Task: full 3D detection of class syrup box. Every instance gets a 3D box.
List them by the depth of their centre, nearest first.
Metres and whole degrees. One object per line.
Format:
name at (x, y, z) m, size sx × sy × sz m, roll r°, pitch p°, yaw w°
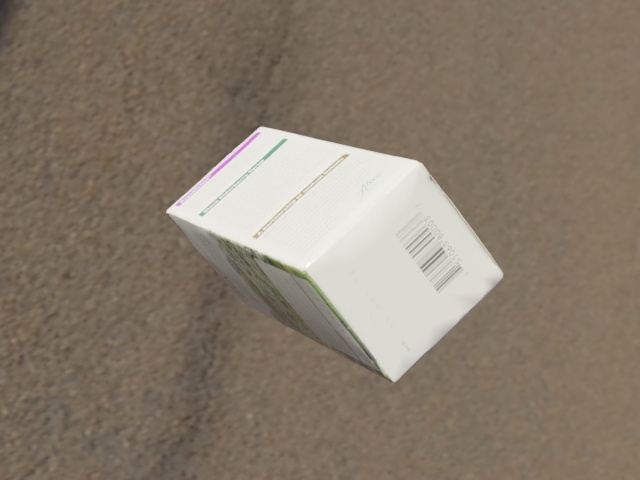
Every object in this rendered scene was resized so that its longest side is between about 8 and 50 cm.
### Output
syrup box at (0.000, 0.000, 0.897) m, size 0.096 × 0.237 × 0.093 m, roll -43°, pitch 113°, yaw -12°
